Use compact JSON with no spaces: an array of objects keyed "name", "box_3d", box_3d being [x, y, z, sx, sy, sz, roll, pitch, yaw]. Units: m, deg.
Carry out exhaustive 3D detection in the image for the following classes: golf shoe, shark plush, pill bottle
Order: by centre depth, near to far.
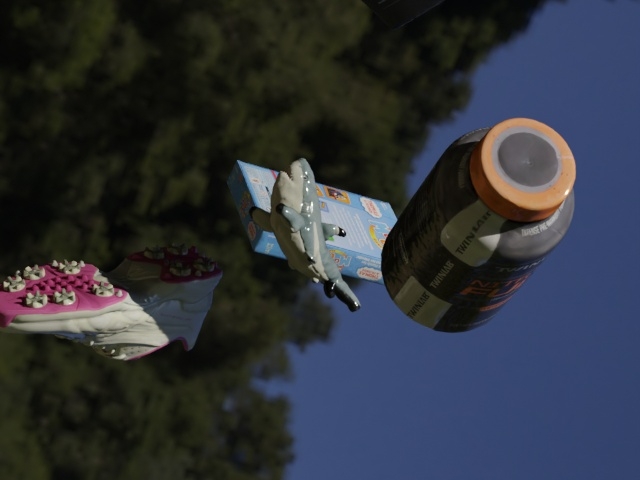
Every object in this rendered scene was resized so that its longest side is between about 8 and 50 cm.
[{"name":"pill bottle","box_3d":[0.145,-0.018,1.734,0.245,0.130,0.130,120,-20,-63]},{"name":"shark plush","box_3d":[0.000,0.000,1.951,0.067,0.161,0.073,-36,-178,-24]},{"name":"golf shoe","box_3d":[-0.257,0.093,2.321,0.115,0.306,0.140,41,-51,46]}]

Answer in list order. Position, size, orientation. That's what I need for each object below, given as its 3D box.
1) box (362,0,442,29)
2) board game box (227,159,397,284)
[{"name":"box","box_3d":[0.061,-0.517,2.589,0.179,0.312,0.343,-29,-137,26]},{"name":"board game box","box_3d":[0.005,-0.017,2.311,0.039,0.212,0.160,-64,-154,24]}]
